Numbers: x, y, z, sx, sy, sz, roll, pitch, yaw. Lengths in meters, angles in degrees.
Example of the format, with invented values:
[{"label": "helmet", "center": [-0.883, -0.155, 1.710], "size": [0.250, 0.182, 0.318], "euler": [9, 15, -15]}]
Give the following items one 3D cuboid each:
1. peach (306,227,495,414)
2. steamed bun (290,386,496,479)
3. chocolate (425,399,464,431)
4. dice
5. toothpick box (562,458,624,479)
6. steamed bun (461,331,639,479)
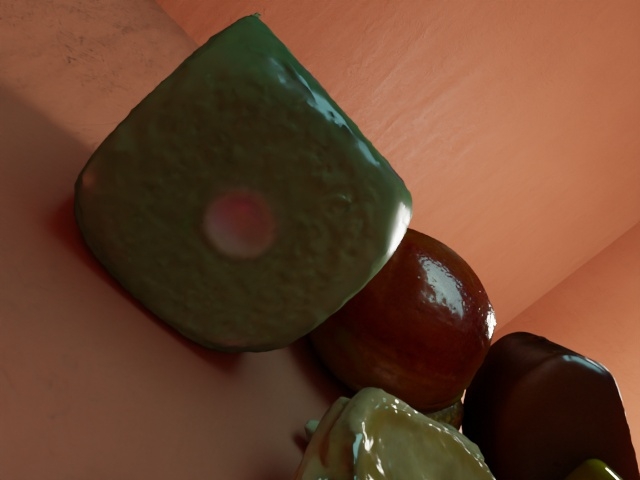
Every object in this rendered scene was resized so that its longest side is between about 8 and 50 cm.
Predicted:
[{"label": "peach", "center": [0.123, 0.125, 0.897], "size": [0.373, 0.372, 0.290], "euler": [54, -19, 25]}, {"label": "steamed bun", "center": [0.112, 0.315, 0.598], "size": [0.428, 0.189, 0.247], "euler": [43, 42, -21]}, {"label": "chocolate", "center": [0.208, 0.296, 1.044], "size": [0.134, 0.134, 0.309], "euler": [45, 15, -16]}, {"label": "dice", "center": [-0.092, -0.072, 0.672], "size": [0.322, 0.318, 0.330], "euler": [45, 13, -18]}, {"label": "toothpick box", "center": [0.366, 0.470, 0.716], "size": [0.175, 0.271, 0.175], "euler": [43, 8, -7]}, {"label": "steamed bun", "center": [0.397, 0.376, 0.911], "size": [0.235, 0.248, 0.380], "euler": [-164, -121, -85]}]
